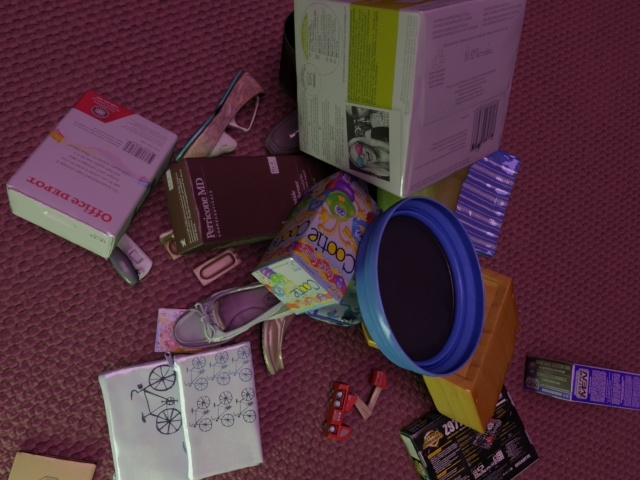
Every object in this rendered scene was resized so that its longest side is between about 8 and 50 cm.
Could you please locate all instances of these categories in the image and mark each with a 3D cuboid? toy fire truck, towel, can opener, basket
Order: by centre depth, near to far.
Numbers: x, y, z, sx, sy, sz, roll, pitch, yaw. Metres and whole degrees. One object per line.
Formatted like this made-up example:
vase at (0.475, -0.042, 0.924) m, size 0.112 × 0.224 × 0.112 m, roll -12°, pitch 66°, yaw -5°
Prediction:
can opener at (-0.502, -0.018, 1.127) m, size 0.074 × 0.093 × 0.280 m, roll -43°, pitch 91°, yaw -17°
basket at (-0.020, -0.463, 1.257) m, size 0.205 × 0.227 × 0.154 m, roll 15°, pitch 79°, yaw -14°
toy fire truck at (0.091, 0.425, 1.268) m, size 0.135 × 0.047 × 0.192 m, roll 16°, pitch 79°, yaw -16°
towel at (0.463, -0.143, 1.462) m, size 0.243 × 0.040 × 0.335 m, roll 23°, pitch 77°, yaw -12°

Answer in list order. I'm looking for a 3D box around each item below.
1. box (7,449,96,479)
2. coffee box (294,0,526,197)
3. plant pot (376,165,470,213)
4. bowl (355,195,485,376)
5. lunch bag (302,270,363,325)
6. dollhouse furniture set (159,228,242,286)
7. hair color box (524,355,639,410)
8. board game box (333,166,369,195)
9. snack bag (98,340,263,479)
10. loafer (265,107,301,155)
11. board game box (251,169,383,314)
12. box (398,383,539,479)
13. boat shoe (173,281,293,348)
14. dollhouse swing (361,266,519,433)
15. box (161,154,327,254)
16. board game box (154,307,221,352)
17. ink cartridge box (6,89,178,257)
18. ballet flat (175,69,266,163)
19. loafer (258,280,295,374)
box at (-0.600, 0.571, 1.050) m, size 0.165 × 0.021 × 0.201 m, roll 17°, pitch 79°, yaw -14°
coffee box at (0.174, -0.347, 1.038) m, size 0.338 × 0.334 × 0.338 m, roll -26°, pitch 130°, yaw -32°
plant pot at (0.253, -0.101, 1.294) m, size 0.276 × 0.276 × 0.253 m, roll 6°, pitch 93°, yaw -16°
bowl at (0.228, 0.098, 1.079) m, size 0.391 × 0.077 × 0.391 m, roll 12°, pitch 72°, yaw -40°
lunch bag at (0.039, 0.109, 1.274) m, size 0.176 × 0.090 × 0.218 m, roll 18°, pitch 77°, yaw -11°
dollhouse furniture set at (-0.281, 0.023, 1.166) m, size 0.144 × 0.123 × 0.151 m, roll -33°, pitch 93°, yaw -18°
hair color box at (0.795, 0.416, 1.412) m, size 0.339 × 0.185 × 0.110 m, roll 13°, pitch 81°, yaw -15°
board game box at (0.075, -0.182, 1.297) m, size 0.035 × 0.136 × 0.201 m, roll -8°, pitch 86°, yaw -18°
snack bag at (-0.312, 0.409, 1.113) m, size 0.343 × 0.037 × 0.322 m, roll -7°, pitch 100°, yaw -18°
loafer at (-0.007, -0.331, 1.303) m, size 0.319 × 0.111 × 0.112 m, roll -37°, pitch 94°, yaw -18°
board game box at (0.000, 0.000, 1.053) m, size 0.142 × 0.144 × 0.275 m, roll 45°, pitch 49°, yaw -20°
box at (0.410, 0.559, 1.333) m, size 0.322 × 0.079 × 0.257 m, roll -26°, pitch 89°, yaw -18°
boat shoe at (-0.195, 0.160, 1.120) m, size 0.321 × 0.103 × 0.118 m, roll -17°, pitch 72°, yaw 2°
dollhouse swing at (0.326, 0.259, 1.315) m, size 0.346 × 0.305 × 0.315 m, roll -58°, pitch 138°, yaw -32°
box at (-0.155, -0.094, 1.151) m, size 0.382 × 0.143 × 0.191 m, roll -11°, pitch 86°, yaw -38°
board game box at (-0.317, 0.219, 1.180) m, size 0.154 × 0.026 × 0.103 m, roll 5°, pitch 81°, yaw -16°
ink cartridge box at (-0.491, -0.150, 1.078) m, size 0.226 × 0.131 × 0.306 m, roll 29°, pitch 57°, yaw -12°
ballet flat at (-0.239, -0.292, 1.235) m, size 0.106 × 0.107 × 0.316 m, roll 36°, pitch 75°, yaw -17°
loafer at (-0.104, 0.196, 1.210) m, size 0.092 × 0.102 × 0.268 m, roll -1°, pitch 82°, yaw -11°
